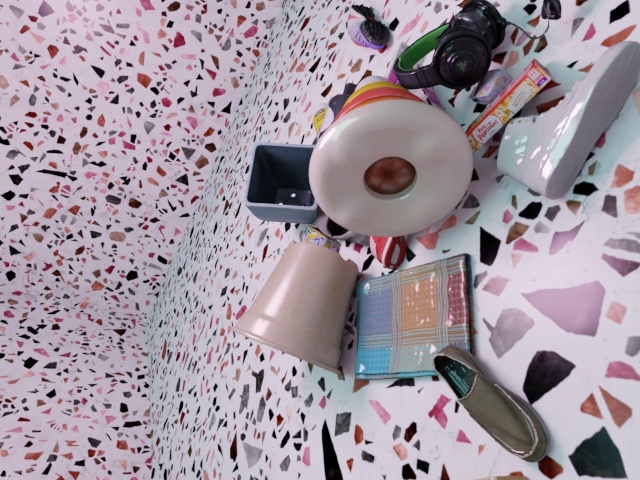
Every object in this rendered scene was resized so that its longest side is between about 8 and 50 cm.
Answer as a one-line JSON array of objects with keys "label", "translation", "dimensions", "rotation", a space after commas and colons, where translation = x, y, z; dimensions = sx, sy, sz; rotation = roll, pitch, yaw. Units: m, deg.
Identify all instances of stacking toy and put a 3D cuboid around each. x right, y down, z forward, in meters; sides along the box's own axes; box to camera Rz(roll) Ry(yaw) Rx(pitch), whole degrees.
[{"label": "stacking toy", "translation": [0.159, -0.275, 1.090], "dimensions": [0.350, 0.351, 0.479], "rotation": [-47, 26, 37]}]

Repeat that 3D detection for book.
[{"label": "book", "translation": [0.248, -0.512, 1.330], "dimensions": [0.035, 0.096, 0.144], "rotation": [35, 104, 60]}]

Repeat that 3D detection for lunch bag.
[{"label": "lunch bag", "translation": [0.400, -0.365, 1.044], "dimensions": [0.071, 0.053, 0.083], "rotation": [-65, 21, 8]}]

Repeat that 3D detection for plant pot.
[{"label": "plant pot", "translation": [-0.045, 0.178, 1.261], "dimensions": [0.334, 0.334, 0.305], "rotation": [-4, 60, 58]}, {"label": "plant pot", "translation": [-0.114, -0.178, 1.588], "dimensions": [0.252, 0.248, 0.247], "rotation": [80, -165, -69]}]

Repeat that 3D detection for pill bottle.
[{"label": "pill bottle", "translation": [0.027, -0.438, 1.650], "dimensions": [0.103, 0.103, 0.184], "rotation": [-50, 37, 34]}]

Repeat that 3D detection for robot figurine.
[{"label": "robot figurine", "translation": [0.087, -0.367, 1.438], "dimensions": [0.174, 0.209, 0.277], "rotation": [15, 86, 38]}]

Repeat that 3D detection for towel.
[{"label": "towel", "translation": [0.209, 0.195, 1.067], "dimensions": [0.370, 0.040, 0.271], "rotation": [-26, 54, 51]}]

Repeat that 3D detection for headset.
[{"label": "headset", "translation": [0.341, -0.486, 1.021], "dimensions": [0.395, 0.185, 0.243], "rotation": [0, 48, 43]}]

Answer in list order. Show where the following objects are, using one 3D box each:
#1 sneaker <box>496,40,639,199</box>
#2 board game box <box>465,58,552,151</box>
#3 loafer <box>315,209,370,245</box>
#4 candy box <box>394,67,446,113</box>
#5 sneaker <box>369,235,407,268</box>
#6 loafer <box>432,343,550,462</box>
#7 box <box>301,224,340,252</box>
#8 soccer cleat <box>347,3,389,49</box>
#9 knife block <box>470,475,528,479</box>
[{"label": "sneaker", "translation": [0.450, -0.242, 0.838], "dimensions": [0.292, 0.108, 0.169], "rotation": [-63, 34, 17]}, {"label": "board game box", "translation": [0.397, -0.290, 0.939], "dimensions": [0.193, 0.045, 0.147], "rotation": [-48, 0, 34]}, {"label": "loafer", "translation": [0.061, -0.056, 1.375], "dimensions": [0.320, 0.112, 0.111], "rotation": [15, 87, 60]}, {"label": "candy box", "translation": [0.253, -0.346, 1.223], "dimensions": [0.159, 0.071, 0.233], "rotation": [-44, 49, 37]}, {"label": "sneaker", "translation": [0.190, -0.044, 1.185], "dimensions": [0.128, 0.087, 0.221], "rotation": [33, 101, 58]}, {"label": "loafer", "translation": [0.292, 0.293, 0.799], "dimensions": [0.251, 0.088, 0.094], "rotation": [44, 113, 44]}, {"label": "box", "translation": [0.000, 0.000, 1.499], "dimensions": [0.169, 0.059, 0.054], "rotation": [38, 106, 59]}, {"label": "soccer cleat", "translation": [0.168, -0.759, 1.615], "dimensions": [0.116, 0.109, 0.318], "rotation": [107, 156, -43]}, {"label": "knife block", "translation": [0.227, 0.498, 0.820], "dimensions": [0.242, 0.088, 0.275], "rotation": [27, 98, 59]}]
